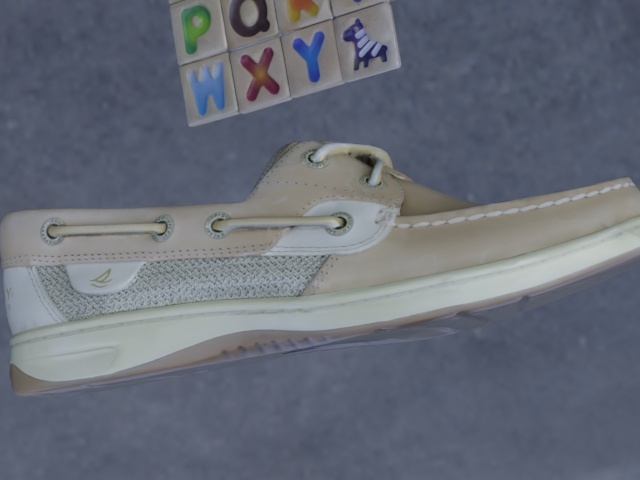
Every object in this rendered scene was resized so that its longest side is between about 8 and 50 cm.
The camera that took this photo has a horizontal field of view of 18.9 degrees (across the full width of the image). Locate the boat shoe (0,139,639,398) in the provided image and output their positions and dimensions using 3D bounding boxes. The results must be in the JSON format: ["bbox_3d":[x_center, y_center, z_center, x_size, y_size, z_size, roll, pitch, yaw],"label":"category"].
[{"bbox_3d":[0.000,0.000,0.862,0.302,0.098,0.109,-11,173,11],"label":"boat shoe"}]

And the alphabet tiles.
[{"bbox_3d":[-0.001,-0.190,1.160,0.237,0.198,0.009,-13,172,33],"label":"alphabet tiles"}]
